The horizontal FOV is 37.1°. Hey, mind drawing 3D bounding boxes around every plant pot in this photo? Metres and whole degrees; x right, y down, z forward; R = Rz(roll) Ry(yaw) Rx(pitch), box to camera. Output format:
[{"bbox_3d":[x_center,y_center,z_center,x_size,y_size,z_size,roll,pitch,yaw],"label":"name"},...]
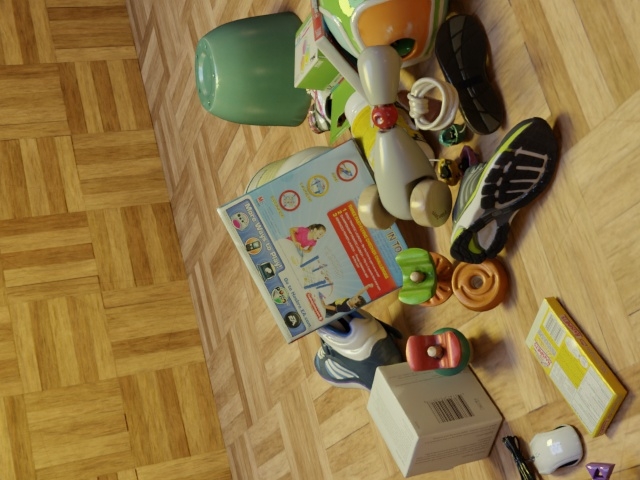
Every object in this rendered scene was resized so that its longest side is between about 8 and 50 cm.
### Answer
[{"bbox_3d":[-0.181,-0.425,2.402,0.293,0.235,0.293,173,90,-67],"label":"plant pot"}]

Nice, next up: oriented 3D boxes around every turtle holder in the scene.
[{"bbox_3d":[0.101,-0.431,1.720,0.320,0.243,0.227,20,131,60],"label":"turtle holder"}]

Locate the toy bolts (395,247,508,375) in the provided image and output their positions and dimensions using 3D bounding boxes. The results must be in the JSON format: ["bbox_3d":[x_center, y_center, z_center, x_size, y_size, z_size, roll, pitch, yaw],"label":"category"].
[{"bbox_3d":[0.253,0.131,1.734,0.218,0.158,0.229,-4,82,28],"label":"toy bolts"}]

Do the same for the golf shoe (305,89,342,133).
[{"bbox_3d":[0.011,-0.344,2.205,0.086,0.067,0.186,-14,83,41],"label":"golf shoe"}]

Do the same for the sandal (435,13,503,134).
[{"bbox_3d":[0.254,-0.279,1.628,0.060,0.090,0.219,84,167,-80],"label":"sandal"}]

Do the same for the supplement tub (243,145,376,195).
[{"bbox_3d":[-0.023,-0.083,2.126,0.325,0.235,0.235,171,91,-68],"label":"supplement tub"}]

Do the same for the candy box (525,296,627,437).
[{"bbox_3d":[0.393,0.195,1.486,0.206,0.027,0.105,-119,28,-42],"label":"candy box"}]

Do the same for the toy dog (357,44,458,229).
[{"bbox_3d":[0.158,-0.172,1.663,0.220,0.161,0.334,26,125,29],"label":"toy dog"}]

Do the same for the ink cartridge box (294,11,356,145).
[{"bbox_3d":[0.010,-0.356,2.061,0.189,0.097,0.255,148,126,-70],"label":"ink cartridge box"}]

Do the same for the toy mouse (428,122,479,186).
[{"bbox_3d":[0.252,-0.159,1.706,0.161,0.031,0.143,-121,31,-43],"label":"toy mouse"}]

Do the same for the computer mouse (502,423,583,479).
[{"bbox_3d":[0.366,0.354,1.583,0.193,0.042,0.106,124,135,-58],"label":"computer mouse"}]

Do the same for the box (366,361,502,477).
[{"bbox_3d":[0.208,0.320,1.771,0.182,0.181,0.119,-121,33,-44],"label":"box"}]

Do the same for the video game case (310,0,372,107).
[{"bbox_3d":[0.051,-0.386,1.844,0.025,0.204,0.285,-32,35,21],"label":"video game case"}]

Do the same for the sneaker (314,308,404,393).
[{"bbox_3d":[0.047,0.210,2.076,0.322,0.130,0.236,11,139,58],"label":"sneaker"}]

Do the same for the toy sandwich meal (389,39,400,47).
[{"bbox_3d":[0.137,-0.389,1.910,0.085,0.029,0.086,172,90,-68],"label":"toy sandwich meal"}]

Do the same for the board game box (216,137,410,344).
[{"bbox_3d":[0.000,0.000,1.900,0.308,0.302,0.086,63,-174,-4],"label":"board game box"}]

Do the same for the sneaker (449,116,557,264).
[{"bbox_3d":[0.283,-0.097,1.562,0.300,0.111,0.121,118,154,-44],"label":"sneaker"}]

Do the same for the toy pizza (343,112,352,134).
[{"bbox_3d":[0.086,-0.299,2.061,0.201,0.032,0.201,173,90,-68],"label":"toy pizza"}]

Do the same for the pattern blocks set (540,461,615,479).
[{"bbox_3d":[0.442,0.481,1.373,0.285,0.026,0.325,-35,68,46],"label":"pattern blocks set"}]

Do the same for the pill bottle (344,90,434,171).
[{"bbox_3d":[0.130,-0.205,1.872,0.119,0.119,0.208,105,148,-43],"label":"pill bottle"}]
